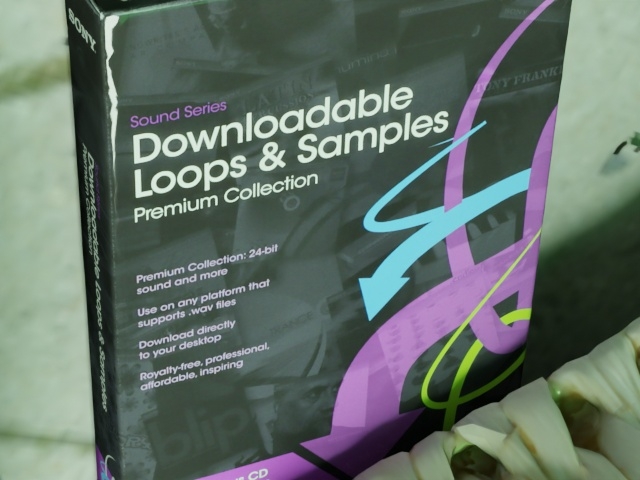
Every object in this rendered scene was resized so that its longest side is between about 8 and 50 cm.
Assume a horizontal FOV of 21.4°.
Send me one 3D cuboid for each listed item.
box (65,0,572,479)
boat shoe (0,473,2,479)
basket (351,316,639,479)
[{"bbox_3d":[0.000,0.000,0.411,0.116,0.029,0.162,-15,128,-21],"label":"box"},{"bbox_3d":[-0.129,0.125,0.364,0.119,0.121,0.335,-14,131,-26],"label":"boat shoe"},{"bbox_3d":[0.183,0.203,0.448,0.266,0.328,0.331,-26,139,-8],"label":"basket"}]
